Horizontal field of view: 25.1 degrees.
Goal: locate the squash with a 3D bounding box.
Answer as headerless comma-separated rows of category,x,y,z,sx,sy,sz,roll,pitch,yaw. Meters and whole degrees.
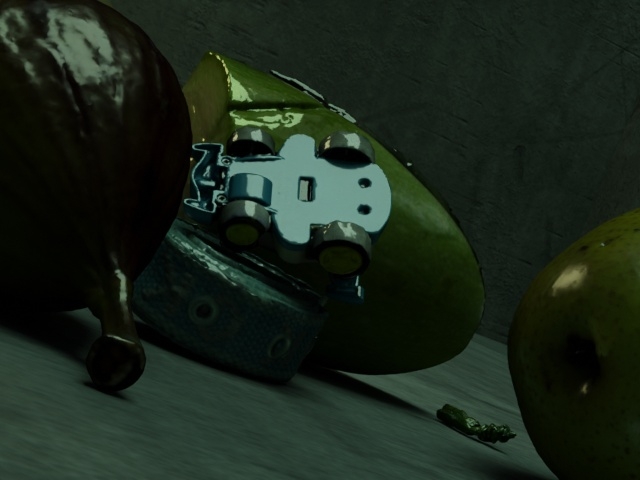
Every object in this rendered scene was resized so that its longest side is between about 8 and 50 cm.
squash,0.000,0.000,1.314,0.309,0.233,0.210,16,39,-28

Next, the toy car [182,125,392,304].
toy car,-0.028,-0.016,1.139,0.161,0.098,0.126,5,45,-4

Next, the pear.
pear,0.285,0.100,1.098,0.294,0.294,0.294,22,1,0

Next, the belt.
belt,-0.077,0.048,1.116,0.163,0.082,0.147,30,10,-7

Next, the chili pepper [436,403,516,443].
chili pepper,0.138,0.166,1.291,0.083,0.022,0.027,18,-1,41

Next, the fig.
fig,-0.166,-0.010,0.902,0.217,0.217,0.321,21,29,-37

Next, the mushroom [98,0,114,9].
mushroom,-0.304,-0.106,1.190,0.292,0.292,0.290,23,36,35
